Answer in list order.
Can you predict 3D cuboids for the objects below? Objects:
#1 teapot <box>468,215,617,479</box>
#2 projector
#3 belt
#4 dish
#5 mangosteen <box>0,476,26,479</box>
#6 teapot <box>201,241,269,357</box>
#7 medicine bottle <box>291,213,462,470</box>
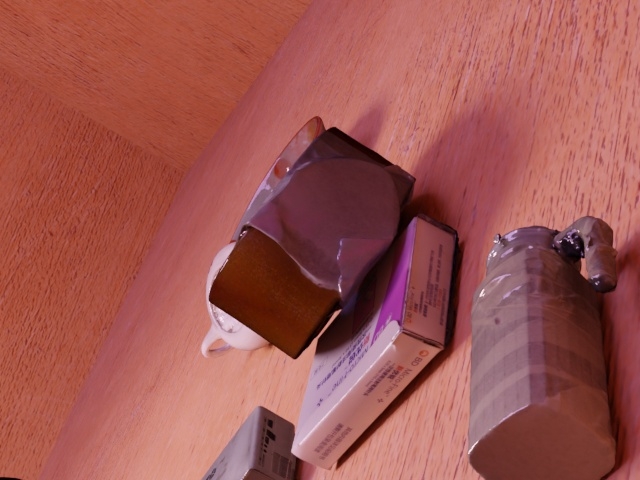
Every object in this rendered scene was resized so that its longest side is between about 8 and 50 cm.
[{"bbox_3d":[0.146,0.059,0.763,0.107,0.077,0.200,-48,16,30],"label":"teapot"},{"bbox_3d":[-0.081,0.261,1.241,0.147,0.061,0.115,-55,12,23],"label":"projector"},{"bbox_3d":[0.000,0.000,1.243,0.217,0.122,0.339,-57,-2,16],"label":"belt"},{"bbox_3d":[-0.039,-0.048,1.745,0.260,0.085,0.260,-55,12,17],"label":"dish"},{"bbox_3d":[-0.302,0.344,1.219,0.265,0.228,0.228,-21,31,27],"label":"mangosteen"},{"bbox_3d":[-0.099,0.080,1.615,0.145,0.092,0.226,56,135,35],"label":"teapot"},{"bbox_3d":[0.052,0.096,1.118,0.201,0.052,0.171,-52,14,37],"label":"medicine bottle"}]
